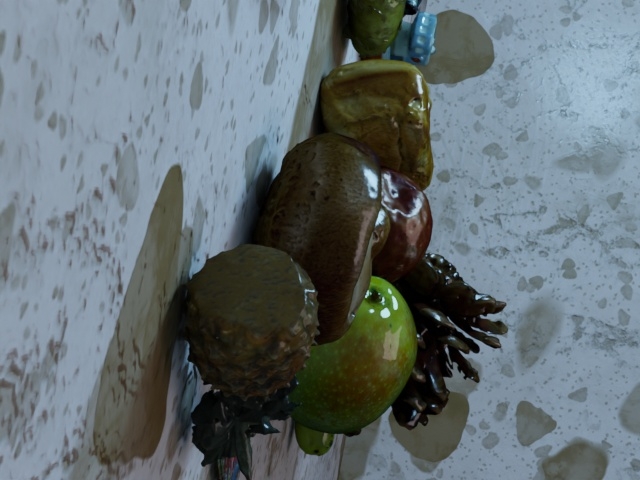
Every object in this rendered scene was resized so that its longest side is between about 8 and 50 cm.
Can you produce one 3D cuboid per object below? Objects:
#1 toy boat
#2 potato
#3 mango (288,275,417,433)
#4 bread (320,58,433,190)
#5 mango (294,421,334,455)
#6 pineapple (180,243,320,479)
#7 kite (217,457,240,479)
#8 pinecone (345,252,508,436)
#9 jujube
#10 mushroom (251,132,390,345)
[{"bbox_3d":[0.148,-0.415,1.782,0.332,0.133,0.145,86,17,-62],"label":"toy boat"},{"bbox_3d":[0.082,-0.350,1.532,0.225,0.090,0.117,100,-4,-77],"label":"potato"},{"bbox_3d":[0.025,0.185,1.478,0.382,0.201,0.225,115,-2,-62],"label":"mango"},{"bbox_3d":[0.089,-0.168,1.541,0.294,0.167,0.132,70,24,-67],"label":"bread"},{"bbox_3d":[-0.012,0.324,1.883,0.091,0.074,0.165,63,25,-69],"label":"mango"},{"bbox_3d":[-0.071,0.121,0.939,0.128,0.128,0.248,-72,174,-45],"label":"pineapple"},{"bbox_3d":[-0.109,0.259,1.246,0.241,0.014,0.183,-43,140,-78],"label":"kite"},{"bbox_3d":[0.130,0.184,1.783,0.384,0.384,0.384,11,90,-83],"label":"pinecone"},{"bbox_3d":[0.059,0.001,1.521,0.190,0.190,0.255,-71,-174,-49],"label":"jujube"},{"bbox_3d":[0.000,0.000,1.149,0.253,0.153,0.253,10,90,-85],"label":"mushroom"}]
